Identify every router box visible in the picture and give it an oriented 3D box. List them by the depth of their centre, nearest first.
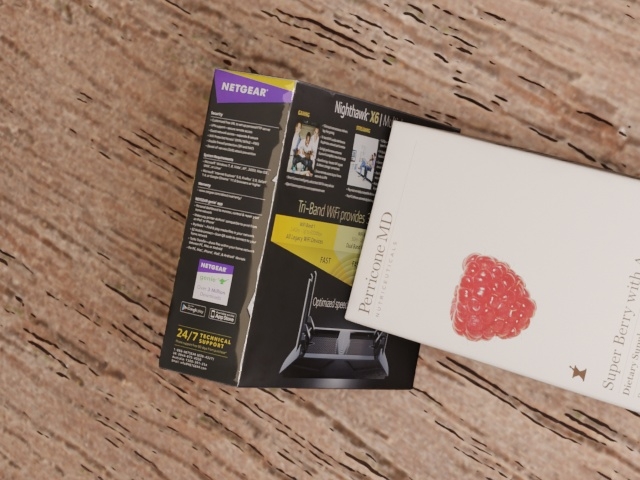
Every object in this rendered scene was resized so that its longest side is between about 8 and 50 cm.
[{"bbox_3d":[0.000,0.000,1.572,0.081,0.309,0.243,12,91,29],"label":"router box"}]

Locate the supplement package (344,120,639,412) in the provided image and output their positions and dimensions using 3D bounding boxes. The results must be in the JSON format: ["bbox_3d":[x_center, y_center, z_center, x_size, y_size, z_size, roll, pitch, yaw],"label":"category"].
[{"bbox_3d":[0.199,0.024,1.534,0.293,0.175,0.177,16,95,30],"label":"supplement package"}]
